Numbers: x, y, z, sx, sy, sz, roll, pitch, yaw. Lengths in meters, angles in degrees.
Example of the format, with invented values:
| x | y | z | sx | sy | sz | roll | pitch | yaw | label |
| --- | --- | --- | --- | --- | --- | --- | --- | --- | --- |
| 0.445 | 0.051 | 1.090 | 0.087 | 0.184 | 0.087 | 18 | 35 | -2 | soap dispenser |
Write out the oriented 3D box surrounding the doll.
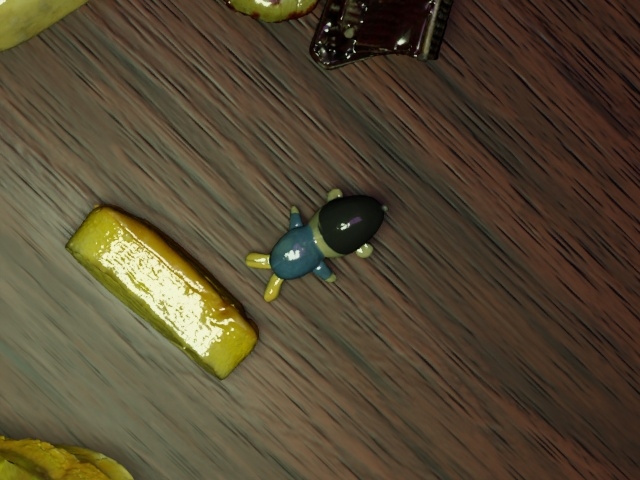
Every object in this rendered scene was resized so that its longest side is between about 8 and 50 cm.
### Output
| x | y | z | sx | sy | sz | roll | pitch | yaw | label |
| --- | --- | --- | --- | --- | --- | --- | --- | --- | --- |
| 0.000 | 0.000 | 1.704 | 0.179 | 0.089 | 0.102 | -27 | 91 | 14 | doll |

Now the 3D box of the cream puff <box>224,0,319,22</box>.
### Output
| x | y | z | sx | sy | sz | roll | pitch | yaw | label |
| --- | --- | --- | --- | --- | --- | --- | --- | --- | --- |
| -0.059 | -0.324 | 1.706 | 0.149 | 0.084 | 0.149 | 0 | 89 | -6 | cream puff |

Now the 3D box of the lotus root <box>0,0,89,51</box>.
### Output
| x | y | z | sx | sy | sz | roll | pitch | yaw | label |
| --- | --- | --- | --- | --- | --- | --- | --- | --- | --- |
| -0.312 | -0.340 | 1.637 | 0.343 | 0.151 | 0.169 | -37 | 110 | -13 | lotus root |

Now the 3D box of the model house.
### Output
| x | y | z | sx | sy | sz | roll | pitch | yaw | label |
| --- | --- | --- | --- | --- | --- | --- | --- | --- | --- |
| 0.086 | -0.296 | 1.688 | 0.141 | 0.164 | 0.203 | 14 | 83 | -13 | model house |

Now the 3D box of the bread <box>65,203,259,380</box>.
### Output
| x | y | z | sx | sy | sz | roll | pitch | yaw | label |
| --- | --- | --- | --- | --- | --- | --- | --- | --- | --- |
| -0.176 | 0.053 | 1.660 | 0.245 | 0.102 | 0.094 | 41 | 84 | -3 | bread |

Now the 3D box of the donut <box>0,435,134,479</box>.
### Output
| x | y | z | sx | sy | sz | roll | pitch | yaw | label |
| --- | --- | --- | --- | --- | --- | --- | --- | --- | --- |
| -0.319 | 0.358 | 1.534 | 0.330 | 0.160 | 0.330 | -5 | 68 | 13 | donut |
